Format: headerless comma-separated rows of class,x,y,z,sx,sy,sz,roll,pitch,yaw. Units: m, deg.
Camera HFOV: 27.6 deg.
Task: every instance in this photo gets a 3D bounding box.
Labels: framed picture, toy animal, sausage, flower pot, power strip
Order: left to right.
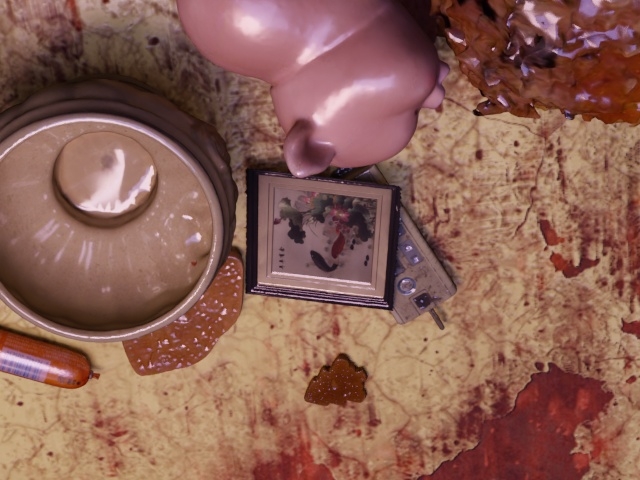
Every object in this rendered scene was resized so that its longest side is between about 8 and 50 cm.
sausage,-0.453,0.130,1.681,0.348,0.053,0.053,18,112,-12
flower pot,-0.248,-0.060,1.504,0.308,0.244,0.307,-2,116,-5
toy animal,-0.011,-0.222,1.470,0.326,0.237,0.269,16,104,-6
framed picture,0.000,0.000,1.645,0.200,0.010,0.195,7,123,6
power strip,0.093,0.017,1.677,0.092,0.034,0.268,-31,113,10

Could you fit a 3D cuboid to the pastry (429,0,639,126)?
pastry,0.287,-0.288,1.410,0.337,0.292,0.405,-23,131,4

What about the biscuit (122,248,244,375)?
biscuit,-0.183,0.089,1.695,0.142,0.029,0.220,31,110,-18

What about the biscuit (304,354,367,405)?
biscuit,0.020,0.197,1.768,0.092,0.016,0.082,-26,119,9
